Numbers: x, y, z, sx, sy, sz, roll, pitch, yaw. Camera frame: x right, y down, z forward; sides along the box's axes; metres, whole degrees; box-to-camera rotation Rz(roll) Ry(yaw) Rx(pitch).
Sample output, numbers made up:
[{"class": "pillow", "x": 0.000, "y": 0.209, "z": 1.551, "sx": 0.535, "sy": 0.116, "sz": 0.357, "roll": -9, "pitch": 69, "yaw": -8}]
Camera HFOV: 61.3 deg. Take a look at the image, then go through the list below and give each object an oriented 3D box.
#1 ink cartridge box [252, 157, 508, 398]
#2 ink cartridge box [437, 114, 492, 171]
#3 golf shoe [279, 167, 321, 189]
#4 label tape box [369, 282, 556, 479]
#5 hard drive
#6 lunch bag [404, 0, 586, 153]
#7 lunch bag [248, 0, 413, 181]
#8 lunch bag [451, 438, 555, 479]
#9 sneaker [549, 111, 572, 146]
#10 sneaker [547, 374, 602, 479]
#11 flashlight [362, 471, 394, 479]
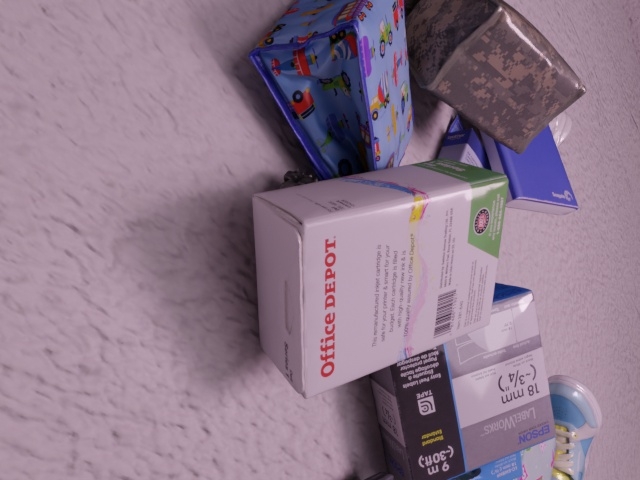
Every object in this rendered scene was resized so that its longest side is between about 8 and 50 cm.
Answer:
[{"class": "ink cartridge box", "x": 0.070, "y": 0.029, "z": 0.624, "sx": 0.278, "sy": 0.117, "sz": 0.202, "roll": -14, "pitch": 116, "yaw": -29}, {"class": "ink cartridge box", "x": 0.265, "y": -0.065, "z": 0.989, "sx": 0.186, "sy": 0.065, "sz": 0.311, "roll": 47, "pitch": 53, "yaw": -35}, {"class": "golf shoe", "x": 0.000, "y": 0.000, "z": 0.691, "sx": 0.198, "sy": 0.077, "sz": 0.094, "roll": 44, "pitch": 76, "yaw": -37}, {"class": "label tape box", "x": 0.210, "y": 0.253, "z": 0.790, "sx": 0.240, "sy": 0.106, "sz": 0.334, "roll": -14, "pitch": 97, "yaw": -16}, {"class": "hard drive", "x": 0.387, "y": -0.210, "z": 1.057, "sx": 0.210, "sy": 0.040, "sz": 0.319, "roll": 4, "pitch": 67, "yaw": -36}, {"class": "lunch bag", "x": 0.241, "y": -0.312, "z": 0.874, "sx": 0.235, "sy": 0.169, "sz": 0.287, "roll": 23, "pitch": 34, "yaw": -33}, {"class": "lunch bag", "x": 0.061, "y": -0.178, "z": 0.719, "sx": 0.293, "sy": 0.138, "sz": 0.221, "roll": 64, "pitch": 34, "yaw": -34}, {"class": "lunch bag", "x": 0.336, "y": 0.412, "z": 0.987, "sx": 0.224, "sy": 0.107, "sz": 0.279, "roll": 51, "pitch": 52, "yaw": -33}, {"class": "sneaker", "x": 0.449, "y": -0.207, "z": 1.193, "sx": 0.152, "sy": 0.114, "sz": 0.305, "roll": 39, "pitch": 58, "yaw": -15}, {"class": "sneaker", "x": 0.490, "y": 0.451, "z": 1.115, "sx": 0.208, "sy": 0.127, "sz": 0.319, "roll": -40, "pitch": 127, "yaw": -41}, {"class": "flashlight", "x": -0.005, "y": 0.366, "z": 0.619, "sx": 0.304, "sy": 0.103, "sz": 0.103, "roll": -3, "pitch": 91, "yaw": -49}]
